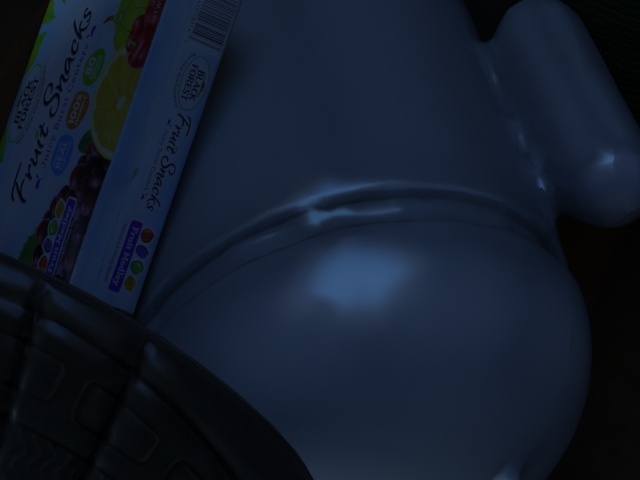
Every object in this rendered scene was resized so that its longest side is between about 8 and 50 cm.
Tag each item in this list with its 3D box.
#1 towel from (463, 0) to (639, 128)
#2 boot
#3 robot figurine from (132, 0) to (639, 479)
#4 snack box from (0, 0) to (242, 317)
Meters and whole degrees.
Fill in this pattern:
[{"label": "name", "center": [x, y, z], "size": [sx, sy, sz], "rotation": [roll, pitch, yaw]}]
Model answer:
[{"label": "towel", "center": [0.199, -0.071, 0.792], "size": [0.325, 0.248, 0.038], "rotation": [26, 76, 19]}, {"label": "boot", "center": [-0.177, 0.057, 0.641], "size": [0.377, 0.284, 0.138], "rotation": [15, 88, 1]}, {"label": "robot figurine", "center": [0.000, 0.000, 0.745], "size": [0.300, 0.200, 0.353], "rotation": [-30, 50, 16]}, {"label": "snack box", "center": [-0.092, -0.048, 0.683], "size": [0.100, 0.037, 0.141], "rotation": [17, 87, 54]}]
